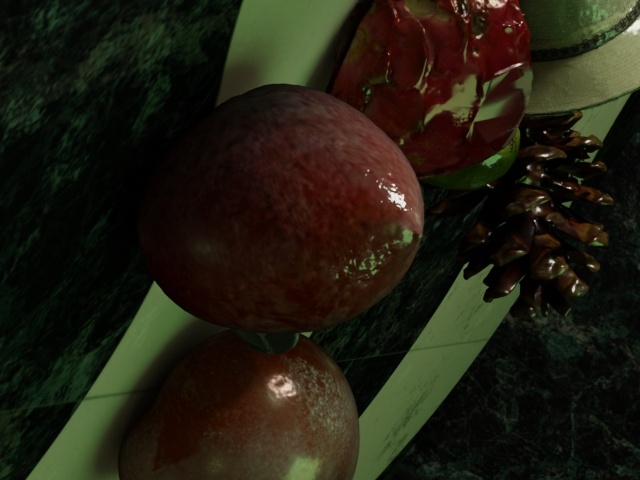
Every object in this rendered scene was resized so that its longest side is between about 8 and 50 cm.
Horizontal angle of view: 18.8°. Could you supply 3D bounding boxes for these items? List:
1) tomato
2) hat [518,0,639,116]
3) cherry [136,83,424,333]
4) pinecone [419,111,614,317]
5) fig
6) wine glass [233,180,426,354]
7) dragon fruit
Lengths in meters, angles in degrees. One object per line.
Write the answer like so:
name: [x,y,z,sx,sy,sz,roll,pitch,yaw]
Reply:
tomato: [-0.075,0.223,2.068,0.270,0.227,0.270,-47,167,-15]
hat: [0.243,-0.248,1.932,0.257,0.257,0.130,-45,128,-32]
cherry: [-0.025,-0.014,1.645,0.239,0.239,0.206,-39,157,-46]
pinecone: [0.250,-0.050,2.418,0.244,0.309,0.244,-17,169,-3]
fig: [0.155,-0.102,2.269,0.123,0.123,0.156,-40,172,-44]
wine glass: [0.000,0.000,1.988,0.241,0.126,0.126,-46,164,-31]
dragon fruit: [0.111,-0.164,1.864,0.163,0.189,0.261,-61,165,-67]
